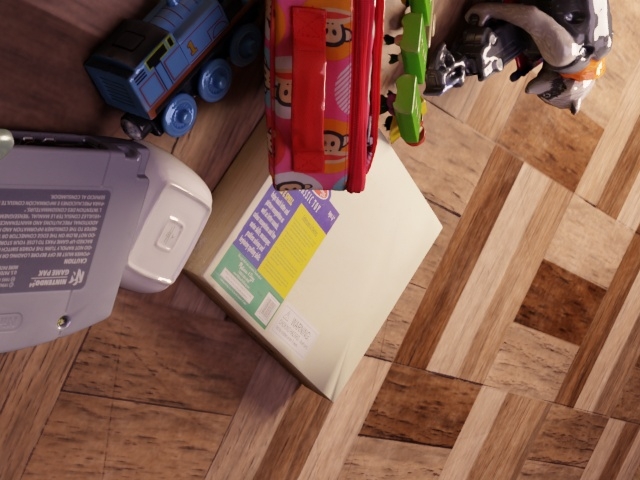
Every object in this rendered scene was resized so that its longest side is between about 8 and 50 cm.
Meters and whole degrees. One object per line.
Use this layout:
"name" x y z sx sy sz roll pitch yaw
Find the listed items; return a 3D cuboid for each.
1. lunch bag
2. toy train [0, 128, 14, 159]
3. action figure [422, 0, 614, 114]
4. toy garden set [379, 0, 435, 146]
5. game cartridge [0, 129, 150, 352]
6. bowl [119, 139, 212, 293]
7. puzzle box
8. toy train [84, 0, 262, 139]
"lunch bag" -0.001 -0.194 1.393 0.258 0.120 0.293 -86 178 -49
"toy train" -0.334 -0.051 0.944 0.190 0.334 0.142 -18 84 -41
"action figure" 0.269 -0.290 1.806 0.341 0.178 0.330 -45 135 -35
"toy garden set" 0.095 -0.228 1.650 0.204 0.049 0.244 61 34 -76
"game cartridge" -0.281 0.003 1.276 0.294 0.060 0.196 0 110 -52
"bowl" -0.165 -0.016 1.460 0.142 0.053 0.142 -63 151 -4
"puzzle box" 0.000 0.000 1.727 0.272 0.052 0.409 -57 149 -11
"toy train" -0.127 -0.176 1.370 0.184 0.080 0.105 -50 141 -22
